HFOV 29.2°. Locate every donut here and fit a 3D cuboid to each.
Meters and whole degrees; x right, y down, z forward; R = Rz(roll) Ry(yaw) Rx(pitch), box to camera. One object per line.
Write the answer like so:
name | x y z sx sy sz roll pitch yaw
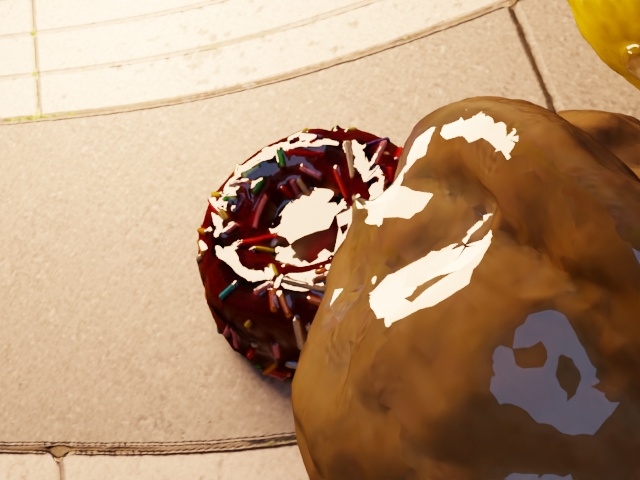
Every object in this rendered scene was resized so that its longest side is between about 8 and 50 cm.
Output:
donut | 0.000 0.000 1.034 0.235 0.089 0.235 -11 53 14

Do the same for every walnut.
walnut | 0.169 0.080 0.737 0.384 0.383 0.383 -11 54 16

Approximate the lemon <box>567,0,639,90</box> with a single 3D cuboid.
lemon | 0.342 -0.255 0.916 0.348 0.348 0.347 -11 54 16
